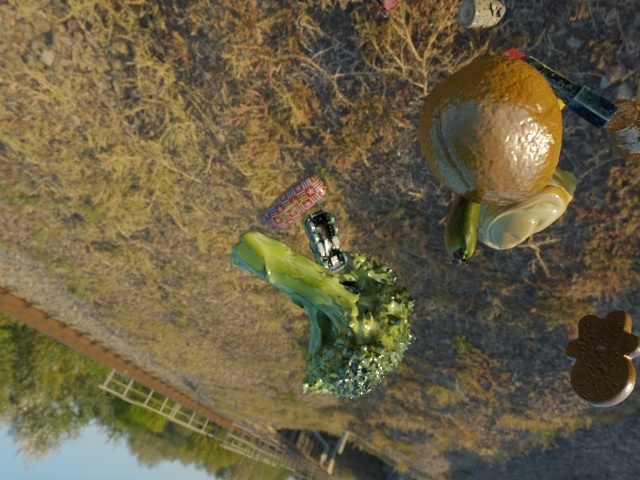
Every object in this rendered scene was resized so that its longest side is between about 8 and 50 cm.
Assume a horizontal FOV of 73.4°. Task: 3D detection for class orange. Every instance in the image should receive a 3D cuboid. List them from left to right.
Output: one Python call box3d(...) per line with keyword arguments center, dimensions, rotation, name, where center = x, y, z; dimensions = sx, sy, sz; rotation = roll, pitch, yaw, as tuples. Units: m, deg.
box3d(center=(0.420, -0.258, 1.062), dimensions=(0.322, 0.322, 0.357), rotation=(-19, 107, 53), name="orange")

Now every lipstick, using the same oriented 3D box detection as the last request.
box3d(center=(0.609, -0.404, 1.109), dimensions=(0.312, 0.051, 0.051), rotation=(40, 179, 12), name="lipstick")

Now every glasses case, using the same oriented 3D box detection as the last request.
box3d(center=(-0.073, -0.093, 1.104), dimensions=(0.194, 0.049, 0.073), rotation=(-37, 112, 28), name="glasses case")

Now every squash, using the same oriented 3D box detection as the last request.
box3d(center=(0.377, -0.029, 1.144), dimensions=(0.087, 0.332, 0.087), rotation=(11, 127, 15), name="squash")

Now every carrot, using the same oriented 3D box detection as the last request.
box3d(center=(0.974, -0.336, 1.340), dimensions=(0.301, 0.139, 0.138), rotation=(8, 169, -42), name="carrot")

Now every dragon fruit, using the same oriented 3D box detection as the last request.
box3d(center=(0.195, -0.749, 1.275), dimensions=(0.068, 0.112, 0.126), rotation=(31, 150, 33), name="dragon fruit")

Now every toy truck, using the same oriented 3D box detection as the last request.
box3d(center=(0.000, 0.000, 1.292), dimensions=(0.116, 0.085, 0.191), rotation=(13, 126, 62), name="toy truck")

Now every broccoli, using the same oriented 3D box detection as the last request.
box3d(center=(0.003, 0.149, 0.879), dimensions=(0.396, 0.275, 0.353), rotation=(28, -169, -34), name="broccoli")

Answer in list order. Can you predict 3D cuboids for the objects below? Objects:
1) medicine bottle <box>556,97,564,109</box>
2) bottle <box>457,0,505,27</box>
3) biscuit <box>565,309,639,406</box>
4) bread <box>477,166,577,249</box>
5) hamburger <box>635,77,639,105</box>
box3d(center=(0.980, -0.572, 1.768), dimensions=(0.073, 0.218, 0.074), rotation=(32, 144, 27), name="medicine bottle")
box3d(center=(0.546, -0.759, 1.429), dimensions=(0.152, 0.099, 0.099), rotation=(-10, 162, -21), name="bottle")
box3d(center=(0.663, 0.275, 1.009), dimensions=(0.039, 0.236, 0.180), rotation=(36, 150, -15), name="biscuit")
box3d(center=(0.633, -0.114, 1.393), dimensions=(0.211, 0.270, 0.316), rotation=(48, 142, 9), name="bread")
box3d(center=(1.096, -0.446, 1.254), dimensions=(0.294, 0.152, 0.227), rotation=(-8, 178, 6), name="hamburger")
